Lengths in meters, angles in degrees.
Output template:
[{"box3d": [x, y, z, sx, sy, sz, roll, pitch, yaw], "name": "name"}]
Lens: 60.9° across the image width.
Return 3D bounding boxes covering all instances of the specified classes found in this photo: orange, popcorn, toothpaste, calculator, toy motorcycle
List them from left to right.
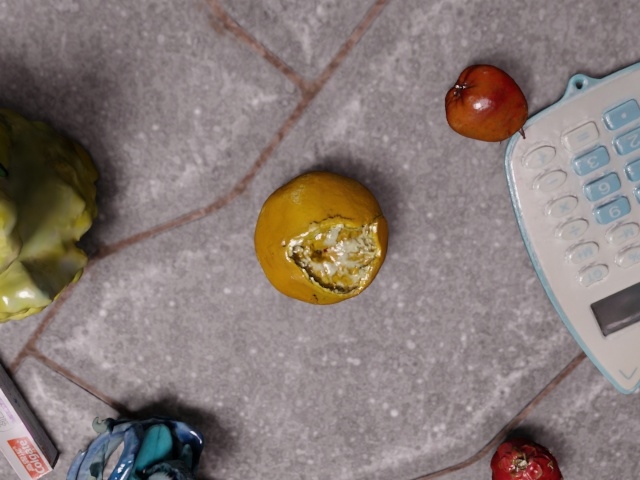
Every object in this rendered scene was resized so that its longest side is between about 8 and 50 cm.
[{"box3d": [-0.361, -0.024, 0.552, 0.293, 0.293, 0.237, 37, 96, -10], "name": "popcorn"}, {"box3d": [-0.414, 0.227, 0.715, 0.047, 0.040, 0.196, -28, 106, -18], "name": "toothpaste"}, {"box3d": [-0.252, 0.343, 0.689, 0.154, 0.206, 0.260, 19, 109, -51], "name": "toy motorcycle"}, {"box3d": [0.000, 0.000, 0.612, 0.155, 0.134, 0.154, 2, 108, 7], "name": "orange"}, {"box3d": [0.374, -0.019, 0.648, 0.256, 0.054, 0.386, -27, 103, 7], "name": "calculator"}]

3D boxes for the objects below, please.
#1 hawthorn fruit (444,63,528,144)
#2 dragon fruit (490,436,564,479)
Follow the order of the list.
[{"box3d": [0.187, -0.145, 0.600, 0.093, 0.081, 0.081, 25, 105, -20], "name": "hawthorn fruit"}, {"box3d": [0.275, 0.338, 0.744, 0.094, 0.094, 0.190, -5, 128, 1], "name": "dragon fruit"}]
